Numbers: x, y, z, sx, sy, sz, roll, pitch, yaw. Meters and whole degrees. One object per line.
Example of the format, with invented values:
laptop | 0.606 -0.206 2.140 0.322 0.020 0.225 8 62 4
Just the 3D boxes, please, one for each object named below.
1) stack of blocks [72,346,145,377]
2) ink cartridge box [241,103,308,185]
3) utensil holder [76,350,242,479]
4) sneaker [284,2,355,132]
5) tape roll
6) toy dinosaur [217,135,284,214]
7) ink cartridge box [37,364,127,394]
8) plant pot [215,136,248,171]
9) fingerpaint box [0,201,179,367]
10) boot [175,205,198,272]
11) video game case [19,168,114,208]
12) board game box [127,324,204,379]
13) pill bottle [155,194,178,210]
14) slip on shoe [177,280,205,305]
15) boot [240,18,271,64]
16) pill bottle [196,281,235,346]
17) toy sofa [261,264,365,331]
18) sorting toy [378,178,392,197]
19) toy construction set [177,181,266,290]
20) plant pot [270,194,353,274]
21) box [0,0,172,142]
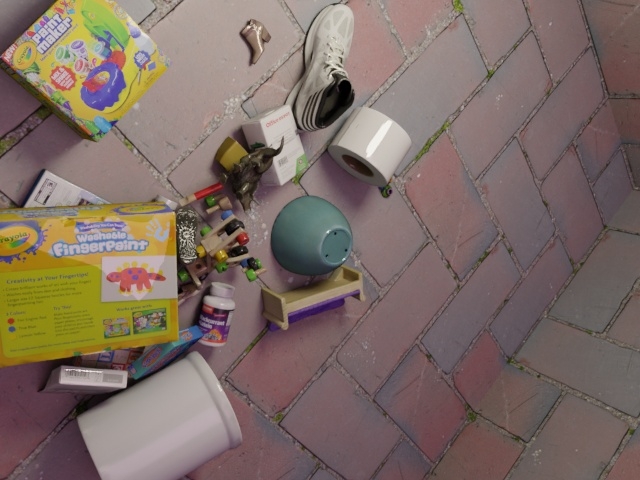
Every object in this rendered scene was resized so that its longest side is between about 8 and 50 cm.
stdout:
stack of blocks | -0.600 0.247 1.632 0.171 0.087 0.297 16 93 -36
ink cartridge box | -0.144 -0.306 1.772 0.160 0.093 0.219 -42 124 -43
utensil holder | -0.483 0.567 1.659 0.386 0.328 0.327 -24 115 -26
sneaker | 0.056 -0.551 1.768 0.169 0.258 0.447 19 91 -37
tape roll | 0.171 -0.323 1.919 0.246 0.246 0.169 40 79 -35
toy dinosaur | -0.209 -0.217 1.670 0.121 0.160 0.313 34 118 2
ink cartridge box | -0.678 0.402 1.566 0.181 0.225 0.056 16 64 -36
plant pot | -0.280 -0.263 1.725 0.083 0.081 0.081 -45 124 -5
fingerpaint box | -0.612 0.098 1.437 0.445 0.163 0.370 -6 107 -25
boot | -0.428 0.016 1.626 0.076 0.208 0.189 8 70 -27
video game case | -0.704 -0.020 1.504 0.244 0.061 0.269 32 84 -35
board game box | -0.462 0.333 1.662 0.160 0.210 0.047 -40 82 8
pill bottle | -0.483 -0.062 1.636 0.078 0.078 0.137 28 86 -37
slip on shoe | -0.430 0.159 1.753 0.135 0.051 0.041 -36 123 -13
boot | -0.209 -0.619 1.704 0.087 0.042 0.118 31 83 -30
pill bottle | -0.341 0.239 1.799 0.108 0.108 0.193 11 96 -36
toy sofa | -0.021 0.222 1.992 0.363 0.150 0.177 -15 110 -31
sorting toy | 0.261 -0.212 2.138 0.061 0.042 0.101 -25 116 -27
toy construction set | -0.349 0.008 1.685 0.237 0.257 0.308 -25 96 -14
plant pot | 0.000 0.000 1.918 0.290 0.195 0.290 -10 108 -32
box | -0.594 -0.451 1.393 0.290 0.177 0.279 -53 124 -12
